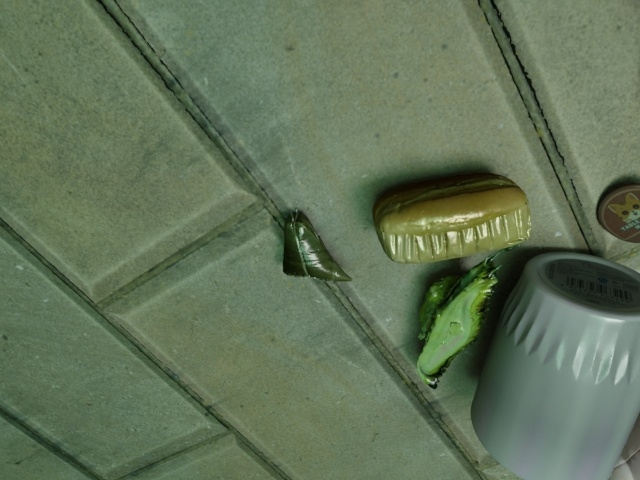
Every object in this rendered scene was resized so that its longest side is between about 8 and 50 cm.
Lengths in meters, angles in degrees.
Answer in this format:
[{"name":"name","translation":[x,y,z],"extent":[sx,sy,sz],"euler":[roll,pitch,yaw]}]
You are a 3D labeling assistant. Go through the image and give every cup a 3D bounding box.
[{"name":"cup","translation":[0.429,0.226,0.772],"extent":[0.254,0.253,0.371],"euler":[3,117,1]}]

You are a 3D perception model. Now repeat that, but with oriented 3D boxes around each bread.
[{"name":"bread","translation":[0.203,-0.042,0.695],"extent":[0.237,0.140,0.106],"euler":[-10,114,4]}]

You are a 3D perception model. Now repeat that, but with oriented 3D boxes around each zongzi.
[{"name":"zongzi","translation":[0.000,0.000,0.767],"extent":[0.131,0.062,0.154],"euler":[10,119,9]}]

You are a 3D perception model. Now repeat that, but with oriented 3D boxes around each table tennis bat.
[{"name":"table tennis bat","translation":[0.571,-0.051,0.749],"extent":[0.170,0.119,0.107],"euler":[43,141,5]}]

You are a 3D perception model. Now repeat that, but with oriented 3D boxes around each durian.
[{"name":"durian","translation":[0.252,0.133,0.803],"extent":[0.132,0.106,0.374],"euler":[12,126,1]}]

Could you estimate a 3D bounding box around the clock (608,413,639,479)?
[{"name":"clock","translation":[0.754,0.413,0.861],"extent":[0.369,0.250,0.376],"euler":[-12,124,10]}]
